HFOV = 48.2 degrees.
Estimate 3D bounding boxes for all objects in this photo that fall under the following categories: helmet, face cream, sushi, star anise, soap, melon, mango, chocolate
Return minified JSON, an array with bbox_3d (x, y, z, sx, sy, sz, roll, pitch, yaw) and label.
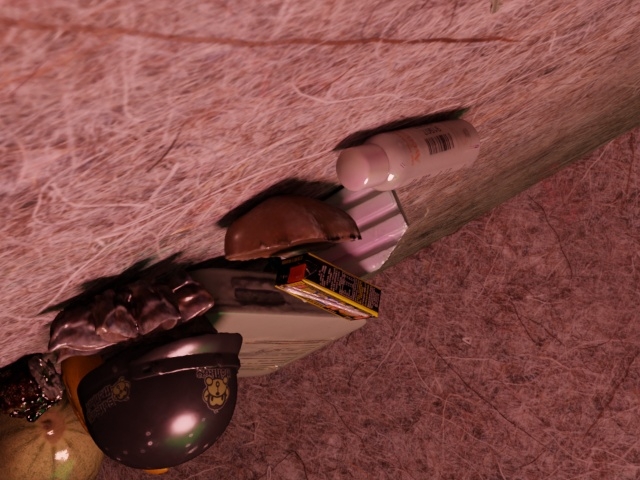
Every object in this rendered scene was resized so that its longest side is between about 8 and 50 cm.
[{"bbox_3d":[-0.224,0.251,1.067,0.278,0.161,0.230,-29,154,31],"label":"helmet"},{"bbox_3d":[0.125,-0.118,1.003,0.269,0.082,0.082,-19,168,-46],"label":"face cream"},{"bbox_3d":[-0.480,0.246,1.182,0.084,0.098,0.094,-27,173,-2],"label":"sushi"},{"bbox_3d":[-0.268,0.108,1.032,0.235,0.109,0.223,-7,156,-17],"label":"star anise"},{"bbox_3d":[0.046,-0.011,1.202,0.230,0.145,0.091,-26,-179,20],"label":"soap"},{"bbox_3d":[-0.575,0.432,1.488,0.248,0.249,0.329,-21,160,-37],"label":"melon"},{"bbox_3d":[-0.365,0.299,1.263,0.177,0.295,0.120,8,-148,46],"label":"mango"},{"bbox_3d":[-0.040,-0.023,1.049,0.161,0.083,0.261,-13,175,17],"label":"chocolate"}]

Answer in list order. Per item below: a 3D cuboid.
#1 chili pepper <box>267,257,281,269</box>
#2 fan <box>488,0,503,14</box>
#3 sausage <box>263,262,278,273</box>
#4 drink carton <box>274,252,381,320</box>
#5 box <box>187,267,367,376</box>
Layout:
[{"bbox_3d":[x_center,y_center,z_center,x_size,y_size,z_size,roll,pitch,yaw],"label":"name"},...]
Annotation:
[{"bbox_3d":[0.002,0.001,1.296,0.216,0.108,0.062,-28,140,16],"label":"chili pepper"},{"bbox_3d":[0.158,-0.251,0.586,0.190,0.009,0.329,-29,171,3],"label":"fan"},{"bbox_3d":[-0.007,0.046,1.520,0.086,0.086,0.289,-35,167,38],"label":"sausage"},{"bbox_3d":[0.014,0.076,1.120,0.165,0.056,0.071,27,149,-35],"label":"drink carton"},{"bbox_3d":[-0.165,0.173,1.378,0.395,0.111,0.396,8,150,-39],"label":"box"}]
